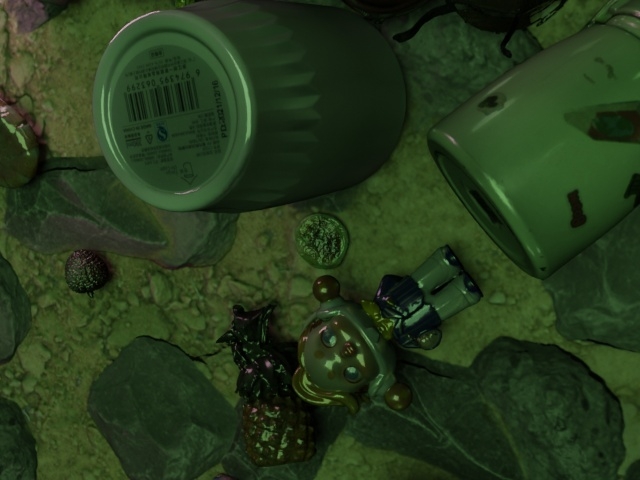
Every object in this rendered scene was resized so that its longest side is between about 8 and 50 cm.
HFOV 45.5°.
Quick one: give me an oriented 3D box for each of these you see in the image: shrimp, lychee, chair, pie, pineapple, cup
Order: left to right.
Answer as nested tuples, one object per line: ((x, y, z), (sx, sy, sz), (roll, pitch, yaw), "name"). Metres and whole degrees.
((-0.560, -0.185, 1.263), (0.254, 0.059, 0.145), (36, 118, 8), "shrimp")
((-0.373, 0.053, 1.218), (0.067, 0.068, 0.083), (-23, 84, -19), "lychee")
((-0.073, -0.160, 0.917), (0.253, 0.371, 0.253), (7, 105, 26), "cup")
((-0.081, 0.205, 1.102), (0.119, 0.111, 0.237), (-14, 86, 8), "pineapple")
((0.000, 0.000, 1.088), (0.085, 0.017, 0.085), (3, 98, 21), "pie")
((0.205, -0.308, 0.874), (0.149, 0.213, 0.174), (25, 135, 34), "chair")

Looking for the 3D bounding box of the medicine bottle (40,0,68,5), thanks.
((-0.423, -0.486, 1.115), (0.152, 0.152, 0.254), (18, 102, 18), "medicine bottle")

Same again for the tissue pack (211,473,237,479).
((-0.177, 0.435, 1.143), (0.065, 0.155, 0.115), (19, 105, 19), "tissue pack")

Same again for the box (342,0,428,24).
((0.024, -0.471, 0.965), (0.404, 0.108, 0.263), (41, 111, 12), "box")

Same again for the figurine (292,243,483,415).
((0.076, 0.108, 1.022), (0.194, 0.133, 0.274), (34, 98, 11), "figurine")

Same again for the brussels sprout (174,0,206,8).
((-0.193, -0.337, 1.099), (0.085, 0.058, 0.085), (-6, 82, 53), "brussels sprout")

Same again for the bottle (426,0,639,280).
((0.311, -0.141, 0.840), (0.352, 0.229, 0.229), (-38, 82, 1), "bottle")
